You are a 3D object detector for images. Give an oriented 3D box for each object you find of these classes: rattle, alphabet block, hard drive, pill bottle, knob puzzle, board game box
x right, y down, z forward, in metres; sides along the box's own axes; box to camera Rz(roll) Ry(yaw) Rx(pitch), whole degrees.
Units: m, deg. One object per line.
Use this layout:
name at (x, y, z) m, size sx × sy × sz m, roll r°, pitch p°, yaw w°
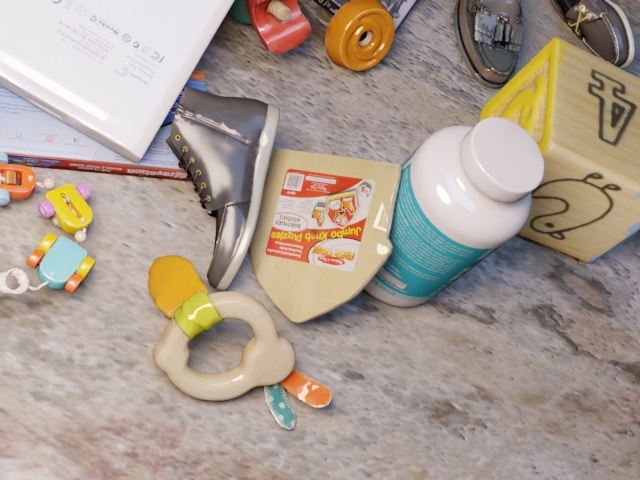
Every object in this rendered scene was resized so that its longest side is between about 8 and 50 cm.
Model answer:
rattle at (-0.094, 0.113, 1.132) m, size 0.199 × 0.142 × 0.130 m, roll 24°, pitch 87°, yaw -32°
alphabet block at (0.336, -0.116, 1.376) m, size 0.197 × 0.192 × 0.194 m, roll 21°, pitch 55°, yaw -16°
hard drive at (-0.220, -0.295, 1.166) m, size 0.233 × 0.047 × 0.353 m, roll 30°, pitch 75°, yaw -11°
pill bottle at (0.142, -0.035, 1.185) m, size 0.146 × 0.264 × 0.146 m, roll 12°, pitch 60°, yaw -22°
knob puzzle at (0.000, 0.000, 1.173) m, size 0.030 × 0.213 × 0.213 m, roll 25°, pitch 47°, yaw -58°
board game box at (-0.263, -0.146, 1.181) m, size 0.281 × 0.027 × 0.145 m, roll 4°, pitch 65°, yaw -25°

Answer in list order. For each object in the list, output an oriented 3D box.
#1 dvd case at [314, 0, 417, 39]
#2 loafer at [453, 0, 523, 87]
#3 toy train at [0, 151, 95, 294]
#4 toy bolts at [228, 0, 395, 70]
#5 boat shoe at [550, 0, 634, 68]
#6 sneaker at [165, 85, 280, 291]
dvd case at (0.069, -0.399, 1.485) m, size 0.179 × 0.029 × 0.239 m, roll 37°, pitch 53°, yaw -5°
loafer at (0.253, -0.354, 1.521) m, size 0.096 × 0.084 × 0.268 m, roll 12°, pitch 60°, yaw -22°
toy train at (-0.301, -0.011, 1.082) m, size 0.125 × 0.046 × 0.166 m, roll -1°, pitch 62°, yaw -27°
toy bolts at (-0.024, -0.329, 1.351) m, size 0.228 × 0.218 × 0.158 m, roll -26°, pitch 46°, yaw -21°
boat shoe at (0.408, -0.359, 1.612) m, size 0.068 × 0.081 × 0.228 m, roll -10°, pitch 63°, yaw -28°
sneaker at (-0.126, -0.059, 1.165) m, size 0.118 × 0.083 × 0.222 m, roll 13°, pitch 78°, yaw -8°
